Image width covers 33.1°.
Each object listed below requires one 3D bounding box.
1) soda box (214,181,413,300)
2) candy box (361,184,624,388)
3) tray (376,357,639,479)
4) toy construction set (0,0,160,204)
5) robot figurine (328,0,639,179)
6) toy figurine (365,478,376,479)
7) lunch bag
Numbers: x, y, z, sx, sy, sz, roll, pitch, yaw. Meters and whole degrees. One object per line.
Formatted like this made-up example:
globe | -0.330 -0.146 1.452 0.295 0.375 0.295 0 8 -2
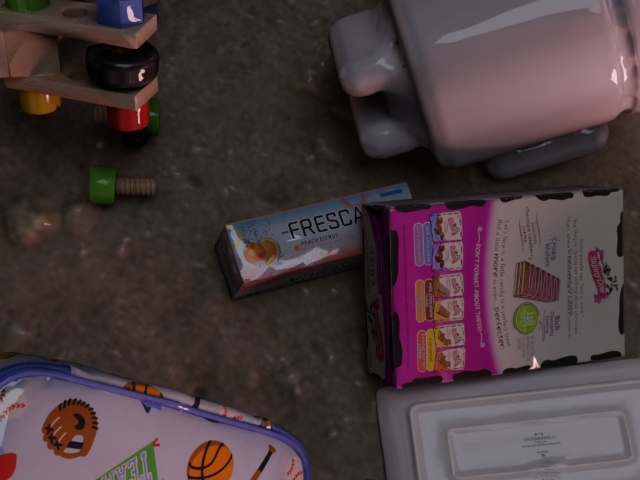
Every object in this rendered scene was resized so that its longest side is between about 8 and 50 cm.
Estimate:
soda box | 0.000 0.000 0.988 0.183 0.063 0.058 -13 75 -19
candy box | 0.157 0.036 0.971 0.233 0.071 0.159 -5 98 -19
tray | 0.190 0.182 0.946 0.270 0.030 0.145 -6 69 0
toy construction set | -0.250 -0.217 0.895 0.237 0.309 0.257 2 61 -8
robot figurine | 0.189 -0.191 1.000 0.354 0.300 0.199 -16 40 5
toy figurine | 0.084 0.292 0.841 0.173 0.130 0.159 20 74 18
lunch bag | -0.149 0.223 0.775 0.303 0.115 0.243 24 75 -32
